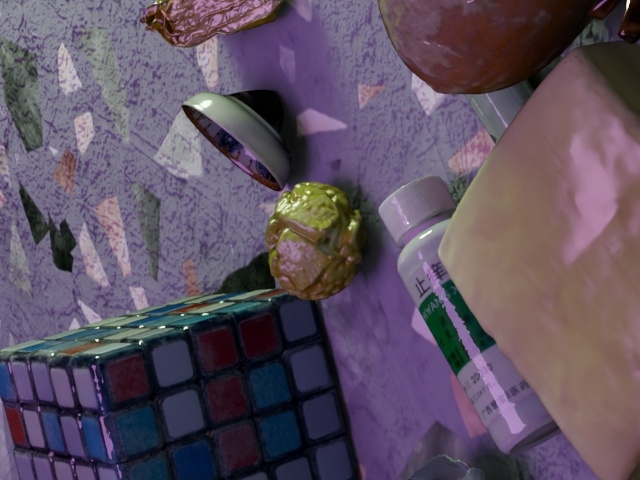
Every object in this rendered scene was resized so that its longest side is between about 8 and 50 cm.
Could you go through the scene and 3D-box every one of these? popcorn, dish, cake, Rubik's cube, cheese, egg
[{"bbox_3d":[0.000,0.000,1.793,0.106,0.116,0.120,-5,57,29],"label":"popcorn"},{"bbox_3d":[-0.070,-0.126,1.875,0.141,0.078,0.141,40,171,7],"label":"dish"},{"bbox_3d":[-0.092,-0.250,1.876,0.185,0.116,0.079,-24,88,26],"label":"cake"},{"bbox_3d":[-0.161,0.226,1.963,0.293,0.287,0.291,-8,96,58],"label":"Rubik's cube"},{"bbox_3d":[0.234,0.019,1.350,0.265,0.124,0.242,55,131,27],"label":"cheese"},{"bbox_3d":[0.135,-0.225,1.388,0.195,0.195,0.233,32,117,47],"label":"egg"}]

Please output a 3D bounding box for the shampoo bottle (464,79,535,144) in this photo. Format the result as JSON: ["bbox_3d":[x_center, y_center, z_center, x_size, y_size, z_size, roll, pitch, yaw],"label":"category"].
[{"bbox_3d":[0.176,-0.092,1.509,0.195,0.056,0.056,60,146,22],"label":"shampoo bottle"}]

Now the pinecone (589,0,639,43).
[{"bbox_3d":[0.258,-0.226,1.192,0.229,0.201,0.202,59,-172,-36],"label":"pinecone"}]

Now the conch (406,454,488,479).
[{"bbox_3d":[0.142,0.308,1.683,0.200,0.131,0.172,-63,18,14],"label":"conch"}]

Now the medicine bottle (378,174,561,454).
[{"bbox_3d":[0.142,0.064,1.600,0.260,0.095,0.095,60,146,20],"label":"medicine bottle"}]
